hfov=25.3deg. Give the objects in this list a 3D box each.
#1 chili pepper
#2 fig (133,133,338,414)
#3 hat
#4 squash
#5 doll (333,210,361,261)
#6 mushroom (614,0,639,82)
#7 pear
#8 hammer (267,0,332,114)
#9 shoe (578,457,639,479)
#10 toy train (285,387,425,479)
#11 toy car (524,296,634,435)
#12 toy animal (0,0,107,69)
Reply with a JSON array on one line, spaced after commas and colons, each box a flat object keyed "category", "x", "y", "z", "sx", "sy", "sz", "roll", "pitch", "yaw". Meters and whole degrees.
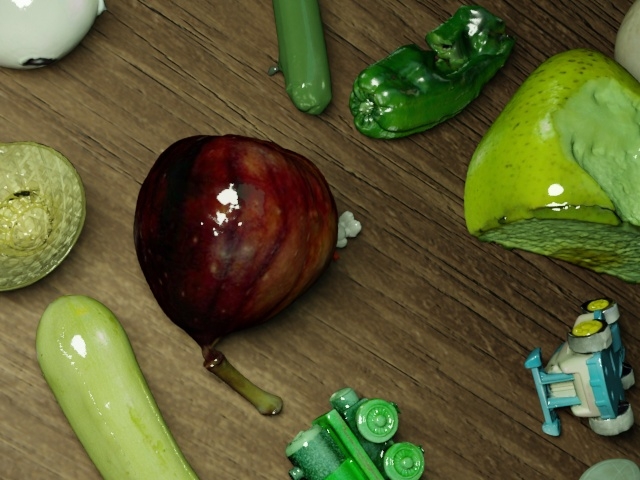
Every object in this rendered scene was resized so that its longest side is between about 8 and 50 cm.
[{"category": "chili pepper", "x": 0.132, "y": -0.188, "z": 1.601, "sx": 0.099, "sy": 0.083, "sz": 0.253, "roll": 49, "pitch": 49, "yaw": 5}, {"category": "fig", "x": -0.095, "y": 0.024, "z": 1.323, "sx": 0.186, "sy": 0.204, "sz": 0.249, "roll": 21, "pitch": 94, "yaw": 11}, {"category": "hat", "x": -0.270, "y": -0.011, "z": 1.285, "sx": 0.146, "sy": 0.067, "sz": 0.146, "roll": -4, "pitch": 68, "yaw": 10}, {"category": "squash", "x": -0.172, "y": 0.161, "z": 1.261, "sx": 0.083, "sy": 0.083, "sz": 0.250, "roll": -31, "pitch": 91, "yaw": -37}, {"category": "doll", "x": 0.005, "y": 0.004, "z": 1.465, "sx": 0.085, "sy": 0.040, "sz": 0.058, "roll": -9, "pitch": 66, "yaw": -35}, {"category": "mushroom", "x": 0.462, "y": -0.227, "z": 1.784, "sx": 0.206, "sy": 0.209, "sz": 0.206, "roll": 0, "pitch": 89, "yaw": -9}, {"category": "pear", "x": 0.316, "y": -0.097, "z": 1.634, "sx": 0.292, "sy": 0.159, "sz": 0.292, "roll": 14, "pitch": 61, "yaw": -27}, {"category": "hammer", "x": -0.034, "y": -0.293, "z": 1.526, "sx": 0.207, "sy": 0.119, "sz": 0.335, "roll": -2, "pitch": 78, "yaw": -33}, {"category": "shoe", "x": 0.311, "y": 0.331, "z": 1.515, "sx": 0.078, "sy": 0.079, "sz": 0.195, "roll": 58, "pitch": 33, "yaw": -45}, {"category": "toy train", "x": 0.066, "y": 0.264, "z": 1.374, "sx": 0.119, "sy": 0.085, "sz": 0.251, "roll": -35, "pitch": 88, "yaw": -22}, {"category": "toy car", "x": 0.287, "y": 0.131, "z": 1.573, "sx": 0.161, "sy": 0.098, "sz": 0.126, "roll": -63, "pitch": 139, "yaw": -62}, {"category": "toy animal", "x": -0.299, "y": -0.233, "z": 1.317, "sx": 0.179, "sy": 0.138, "sz": 0.166, "roll": 42, "pitch": 74, "yaw": -21}]
